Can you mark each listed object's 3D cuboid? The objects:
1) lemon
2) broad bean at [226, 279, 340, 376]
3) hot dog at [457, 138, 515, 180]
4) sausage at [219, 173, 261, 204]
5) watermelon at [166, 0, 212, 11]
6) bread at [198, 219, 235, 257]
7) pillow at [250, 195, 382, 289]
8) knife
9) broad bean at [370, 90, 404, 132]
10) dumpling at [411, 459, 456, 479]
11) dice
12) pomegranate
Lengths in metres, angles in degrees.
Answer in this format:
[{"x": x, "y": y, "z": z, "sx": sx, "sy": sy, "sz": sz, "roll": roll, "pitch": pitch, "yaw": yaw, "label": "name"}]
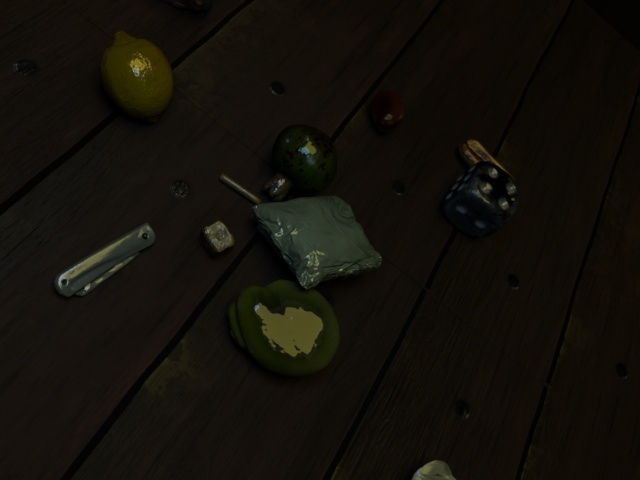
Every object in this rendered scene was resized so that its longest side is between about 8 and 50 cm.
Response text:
[{"x": -0.480, "y": -0.428, "z": 1.496, "sx": 0.187, "sy": 0.187, "sz": 0.244, "roll": -28, "pitch": 113, "yaw": -33, "label": "lemon"}, {"x": -0.087, "y": 0.211, "z": 1.420, "sx": 0.291, "sy": 0.119, "sz": 0.238, "roll": 29, "pitch": 61, "yaw": -3, "label": "broad bean"}, {"x": 0.583, "y": -0.256, "z": 2.006, "sx": 0.100, "sy": 0.068, "sz": 0.249, "roll": -41, "pitch": 87, "yaw": -24, "label": "hot dog"}, {"x": -0.222, "y": -0.142, "z": 1.584, "sx": 0.132, "sy": 0.024, "sz": 0.024, "roll": 34, "pitch": 57, "yaw": -7, "label": "sausage"}, {"x": -0.420, "y": -0.845, "z": 1.743, "sx": 0.222, "sy": 0.319, "sz": 0.292, "roll": 34, "pitch": 57, "yaw": -51, "label": "watermelon"}, {"x": -0.264, "y": -0.004, "z": 1.473, "sx": 0.077, "sy": 0.070, "sz": 0.083, "roll": -30, "pitch": 85, "yaw": -32, "label": "bread"}, {"x": 0.000, "y": 0.000, "z": 1.537, "sx": 0.310, "sy": 0.138, "sz": 0.283, "roll": -10, "pitch": 54, "yaw": -38, "label": "pillow"}, {"x": -0.506, "y": 0.048, "z": 1.350, "sx": 0.265, "sy": 0.041, "sz": 0.073, "roll": -40, "pitch": 100, "yaw": -34, "label": "knife"}, {"x": 0.224, "y": -0.437, "z": 1.903, "sx": 0.114, "sy": 0.084, "sz": 0.165, "roll": 8, "pitch": 58, "yaw": -18, "label": "broad bean"}, {"x": 0.304, "y": 0.679, "z": 1.403, "sx": 0.162, "sy": 0.132, "sz": 0.250, "roll": -11, "pitch": 73, "yaw": -33, "label": "dumpling"}, {"x": 0.522, "y": -0.133, "z": 1.852, "sx": 0.183, "sy": 0.181, "sz": 0.182, "roll": 39, "pitch": 55, "yaw": -5, "label": "dice"}, {"x": -0.065, "y": -0.213, "z": 1.611, "sx": 0.248, "sy": 0.202, "sz": 0.202, "roll": -44, "pitch": 91, "yaw": -5, "label": "pomegranate"}]
